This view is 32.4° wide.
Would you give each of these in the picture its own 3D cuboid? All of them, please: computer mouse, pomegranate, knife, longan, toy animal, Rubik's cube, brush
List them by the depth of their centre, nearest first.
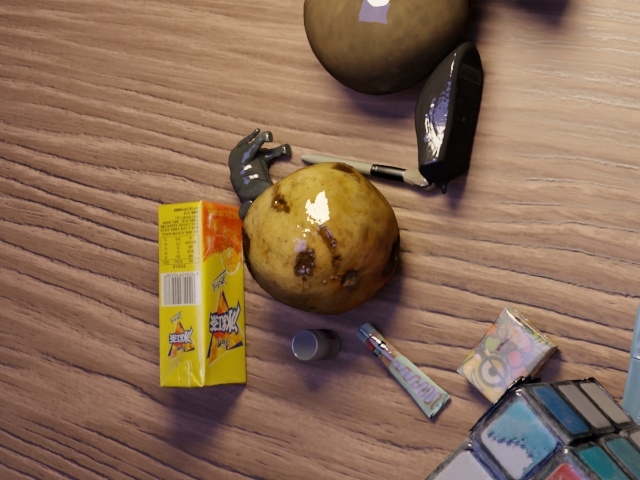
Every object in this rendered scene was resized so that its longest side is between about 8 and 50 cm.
[{"bbox_3d":[0.360,0.447,1.665,0.359,0.362,0.363,47,110,23],"label":"Rubik's cube"},{"bbox_3d":[0.522,0.203,1.796,0.044,0.019,0.313,12,95,28],"label":"knife"},{"bbox_3d":[0.215,-0.213,1.917,0.088,0.147,0.264,7,89,30],"label":"computer mouse"},{"bbox_3d":[0.115,-0.404,1.925,0.300,0.243,0.300,0,87,3],"label":"longan"},{"bbox_3d":[0.000,0.000,1.953,0.281,0.281,0.281,-2,86,29],"label":"pomegranate"},{"bbox_3d":[0.086,-0.131,2.043,0.299,0.039,0.042,11,93,30],"label":"brush"},{"bbox_3d":[-0.104,-0.084,2.121,0.137,0.082,0.269,-13,84,30],"label":"toy animal"}]

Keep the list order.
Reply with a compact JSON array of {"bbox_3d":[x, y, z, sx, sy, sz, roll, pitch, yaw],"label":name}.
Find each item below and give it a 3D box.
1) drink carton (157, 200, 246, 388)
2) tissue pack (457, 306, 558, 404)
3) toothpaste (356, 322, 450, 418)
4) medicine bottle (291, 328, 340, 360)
[{"bbox_3d":[-0.227,0.107,2.131,0.111,0.154,0.351,-5,84,29],"label":"drink carton"},{"bbox_3d":[0.318,0.202,1.880,0.108,0.060,0.148,43,107,23],"label":"tissue pack"},{"bbox_3d":[0.145,0.230,1.989,0.205,0.036,0.056,44,105,20],"label":"toothpaste"},{"bbox_3d":[-0.008,0.194,2.041,0.058,0.091,0.058,-2,86,29],"label":"medicine bottle"}]
